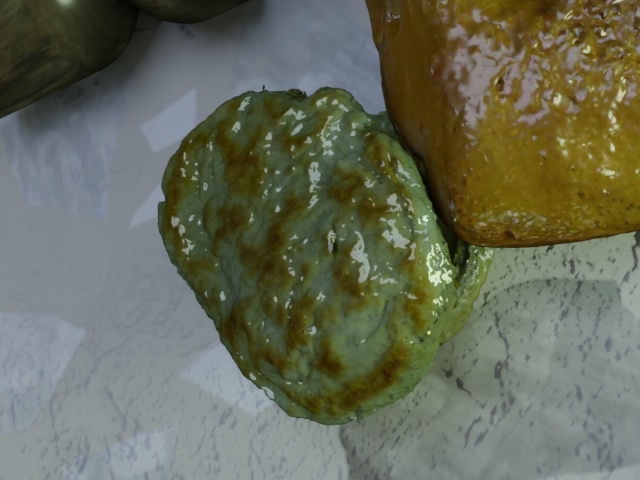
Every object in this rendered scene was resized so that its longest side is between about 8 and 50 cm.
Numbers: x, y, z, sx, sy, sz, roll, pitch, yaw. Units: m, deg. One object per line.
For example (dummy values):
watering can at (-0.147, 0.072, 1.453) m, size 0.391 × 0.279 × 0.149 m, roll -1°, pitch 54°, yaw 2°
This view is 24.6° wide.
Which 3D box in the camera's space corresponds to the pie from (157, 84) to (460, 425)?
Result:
pie at (0.000, 0.000, 1.008) m, size 0.201 × 0.090 × 0.248 m, roll -46°, pitch 66°, yaw 27°

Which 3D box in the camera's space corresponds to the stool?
stool at (-0.206, -0.226, 1.211) m, size 0.264 × 0.179 × 0.179 m, roll -23°, pitch 66°, yaw 16°

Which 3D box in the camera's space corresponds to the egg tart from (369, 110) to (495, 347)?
egg tart at (0.047, 0.001, 1.085) m, size 0.197 × 0.078 × 0.197 m, roll -7°, pitch 73°, yaw 24°

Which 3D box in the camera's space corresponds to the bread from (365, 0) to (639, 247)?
bread at (0.196, -0.170, 0.988) m, size 0.337 × 0.148 × 0.328 m, roll -10°, pitch 67°, yaw 5°
